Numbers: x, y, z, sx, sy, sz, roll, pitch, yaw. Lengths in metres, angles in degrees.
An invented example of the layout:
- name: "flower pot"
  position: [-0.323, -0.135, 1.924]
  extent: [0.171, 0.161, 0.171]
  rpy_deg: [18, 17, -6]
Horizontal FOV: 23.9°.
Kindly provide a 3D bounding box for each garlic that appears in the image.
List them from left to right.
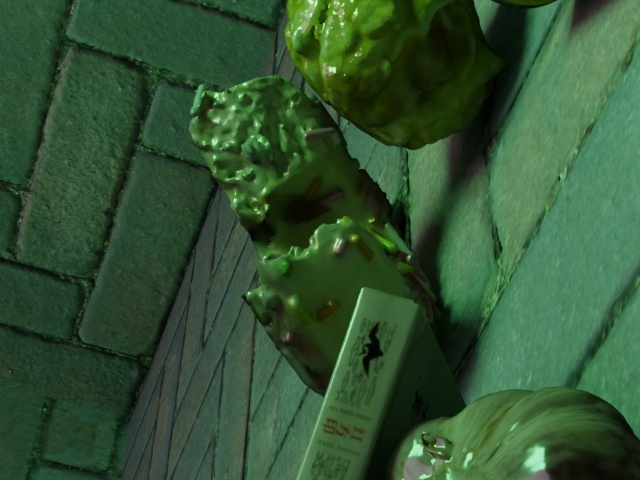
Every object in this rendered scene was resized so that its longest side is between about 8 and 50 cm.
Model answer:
- name: "garlic"
  position: [0.128, 0.211, 0.977]
  extent: [0.245, 0.160, 0.245]
  rpy_deg: [-34, 35, 29]

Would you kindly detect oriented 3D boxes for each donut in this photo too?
- name: "donut"
  position: [0.005, 0.009, 1.554]
  extent: [0.150, 0.307, 0.371]
  rpy_deg: [-30, 42, 6]

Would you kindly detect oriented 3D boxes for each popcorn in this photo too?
- name: "popcorn"
  position: [0.085, -0.222, 1.598]
  extent: [0.225, 0.249, 0.249]
  rpy_deg: [-34, 23, 13]

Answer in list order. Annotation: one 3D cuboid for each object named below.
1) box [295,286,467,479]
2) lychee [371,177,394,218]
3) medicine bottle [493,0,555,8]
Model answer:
- name: "box"
  position: [0.052, 0.189, 1.174]
  extent: [0.365, 0.051, 0.204]
  rpy_deg: [61, -133, -67]
- name: "lychee"
  position: [0.017, -0.018, 1.850]
  extent: [0.171, 0.171, 0.171]
  rpy_deg: [-164, 90, -79]
- name: "medicine bottle"
  position: [0.217, -0.307, 1.288]
  extent: [0.293, 0.141, 0.141]
  rpy_deg: [142, 143, -72]
